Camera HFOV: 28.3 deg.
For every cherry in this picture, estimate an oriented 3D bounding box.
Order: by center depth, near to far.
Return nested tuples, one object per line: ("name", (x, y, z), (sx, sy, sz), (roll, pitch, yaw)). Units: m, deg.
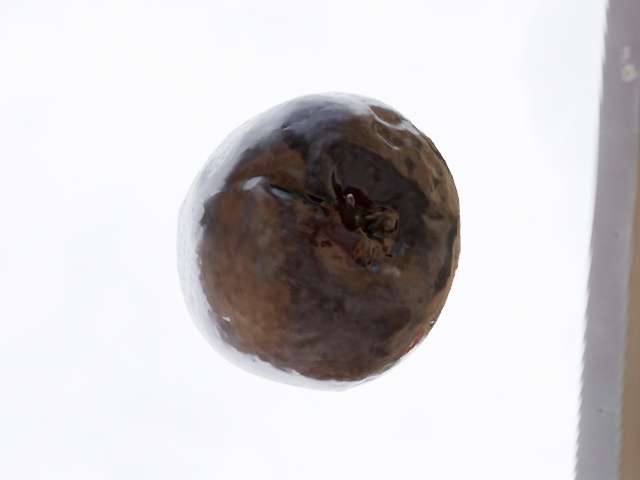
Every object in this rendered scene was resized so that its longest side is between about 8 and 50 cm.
("cherry", (-0.007, 0.000, 0.815), (0.195, 0.195, 0.195), (-2, -85, -22))
